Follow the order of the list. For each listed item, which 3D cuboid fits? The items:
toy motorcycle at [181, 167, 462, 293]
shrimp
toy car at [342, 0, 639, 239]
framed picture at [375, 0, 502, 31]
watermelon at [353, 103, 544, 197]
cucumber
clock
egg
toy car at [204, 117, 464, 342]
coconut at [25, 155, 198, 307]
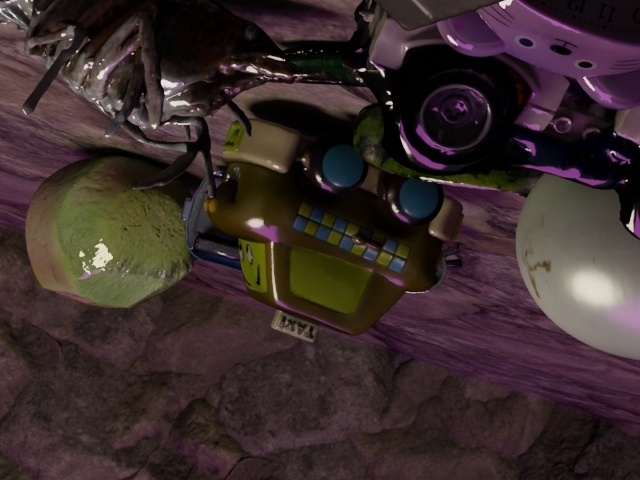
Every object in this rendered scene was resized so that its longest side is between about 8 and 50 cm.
[{"bbox_3d":[0.002,0.002,1.975,0.359,0.125,0.213,15,179,26],"label":"toy motorcycle"},{"bbox_3d":[-0.188,-0.152,1.317,0.411,0.166,0.221,26,177,23],"label":"shrimp"},{"bbox_3d":[0.162,-0.099,1.002,0.301,0.118,0.193,17,-153,-6],"label":"toy car"},{"bbox_3d":[0.035,-0.206,0.708,0.265,0.016,0.347,42,161,-18],"label":"framed picture"},{"bbox_3d":[0.120,-0.080,1.470,0.245,0.063,0.119,11,-178,30],"label":"watermelon"},{"bbox_3d":[0.023,-0.142,1.332,0.184,0.033,0.036,9,143,39],"label":"cucumber"},{"bbox_3d":[0.140,-0.140,0.883,0.153,0.110,0.050,19,173,-11],"label":"clock"},{"bbox_3d":[0.276,0.003,1.256,0.264,0.182,0.183,3,164,35],"label":"egg"},{"bbox_3d":[0.000,0.000,1.633,0.248,0.198,0.204,23,177,-19],"label":"toy car"},{"bbox_3d":[-0.273,-0.010,2.130,0.204,0.236,0.236,56,159,-13],"label":"coconut"}]
